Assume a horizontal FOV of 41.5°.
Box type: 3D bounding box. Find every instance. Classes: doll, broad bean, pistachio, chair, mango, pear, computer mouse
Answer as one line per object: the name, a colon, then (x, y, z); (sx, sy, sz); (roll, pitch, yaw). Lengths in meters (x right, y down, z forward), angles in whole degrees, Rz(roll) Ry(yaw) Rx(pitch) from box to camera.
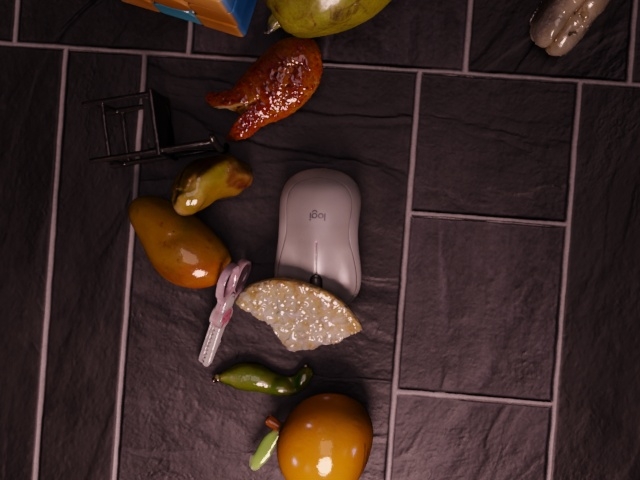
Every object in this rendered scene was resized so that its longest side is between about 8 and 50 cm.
doll: (-0.020, 0.402, 1.690); (0.236, 0.213, 0.213); (15, 91, 14)
broad bean: (-0.122, 0.289, 1.763); (0.214, 0.048, 0.070); (-1, 91, 2)
pistachio: (-0.228, -0.125, 1.720); (0.189, 0.110, 0.100); (-31, 130, -24)
chair: (-0.329, -0.228, 1.717); (0.260, 0.154, 0.141); (-8, 91, 5)
mango: (-0.298, 0.005, 1.736); (0.253, 0.113, 0.138); (40, 87, 6)
pear: (0.016, -0.542, 1.645); (0.287, 0.287, 0.375); (45, 107, 2)
computer mouse: (0.000, 0.000, 1.720); (0.184, 0.121, 0.297); (7, 90, 2)

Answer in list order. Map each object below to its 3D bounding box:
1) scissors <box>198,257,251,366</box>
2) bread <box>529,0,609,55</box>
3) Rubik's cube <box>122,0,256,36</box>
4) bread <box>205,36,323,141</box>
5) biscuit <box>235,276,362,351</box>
scissors: (-0.205, 0.152, 1.750); (0.030, 0.118, 0.242); (26, 105, 15)
bread: (0.537, -0.525, 1.657); (0.102, 0.183, 0.337); (29, 93, -6)
Rubik's cube: (-0.257, -0.598, 1.639); (0.291, 0.292, 0.290); (17, 92, 4)
bread: (-0.109, -0.312, 1.734); (0.269, 0.095, 0.139); (-32, 82, 7)
biscuit: (-0.044, 0.152, 1.719); (0.265, 0.040, 0.188); (16, 131, 8)
